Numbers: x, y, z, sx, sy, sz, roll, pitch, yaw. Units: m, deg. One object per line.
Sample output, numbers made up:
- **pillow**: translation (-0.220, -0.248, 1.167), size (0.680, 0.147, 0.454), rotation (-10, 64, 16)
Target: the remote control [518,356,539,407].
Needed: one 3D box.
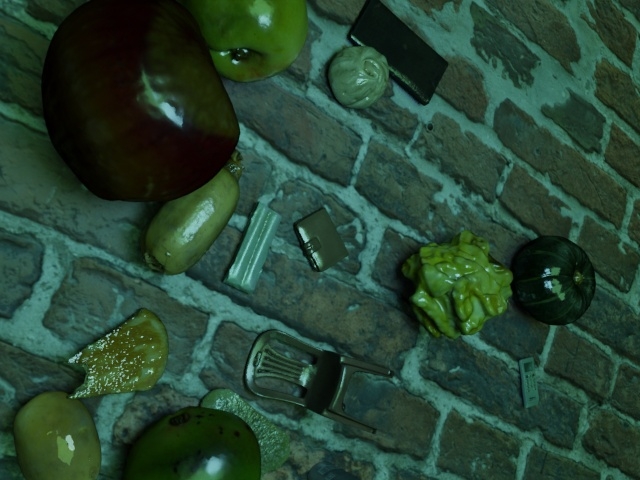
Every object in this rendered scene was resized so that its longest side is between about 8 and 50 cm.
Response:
- **remote control**: translation (0.695, 0.475, 1.992), size (0.061, 0.029, 0.162), rotation (-4, 86, -31)

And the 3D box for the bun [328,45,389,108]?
- **bun**: translation (0.116, -0.450, 1.638), size (0.183, 0.102, 0.184), rotation (-4, 102, -22)

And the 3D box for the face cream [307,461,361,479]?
- **face cream**: translation (0.066, 0.636, 1.502), size (0.107, 0.269, 0.073), rotation (-14, 96, -29)

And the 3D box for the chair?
- **chair**: translation (-0.008, 0.353, 1.519), size (0.326, 0.183, 0.176), rotation (24, 77, -27)

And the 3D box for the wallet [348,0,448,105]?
- **wallet**: translation (0.230, -0.555, 1.750), size (0.321, 0.044, 0.171), rotation (34, 73, -20)

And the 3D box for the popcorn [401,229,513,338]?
- **popcorn**: translation (0.382, 0.136, 1.678), size (0.312, 0.312, 0.313), rotation (1, 89, -29)

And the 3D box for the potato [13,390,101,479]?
- **potato**: translation (-0.547, 0.431, 1.252), size (0.150, 0.146, 0.234), rotation (-27, 103, -58)

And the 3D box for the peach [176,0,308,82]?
- **peach**: translation (-0.175, -0.546, 1.392), size (0.314, 0.281, 0.316), rotation (23, 71, -21)

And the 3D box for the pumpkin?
- **pumpkin**: translation (0.757, 0.132, 1.938), size (0.300, 0.207, 0.301), rotation (11, 70, -33)

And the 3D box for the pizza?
- **pizza**: translation (-0.451, 0.275, 1.333), size (0.262, 0.034, 0.181), rotation (-28, 103, -41)

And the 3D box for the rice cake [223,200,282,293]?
- **rice cake**: translation (-0.170, 0.018, 1.515), size (0.085, 0.040, 0.226), rotation (26, 77, -25)

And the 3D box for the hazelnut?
- **hazelnut**: translation (-0.367, -0.291, 1.208), size (0.401, 0.402, 0.430), rotation (-15, 84, -28)

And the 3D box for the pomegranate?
- **pomegranate**: translation (-0.271, 0.560, 1.314), size (0.309, 0.216, 0.359), rotation (-12, 98, -11)

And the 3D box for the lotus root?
- **lotus root**: translation (-0.281, -0.069, 1.382), size (0.151, 0.169, 0.343), rotation (44, 70, -18)

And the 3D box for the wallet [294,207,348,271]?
- **wallet**: translation (0.000, 0.000, 1.612), size (0.117, 0.038, 0.153), rotation (-29, 99, -28)

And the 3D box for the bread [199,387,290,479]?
- **bread**: translation (-0.208, 0.512, 1.478), size (0.286, 0.056, 0.207), rotation (41, 69, -20)
